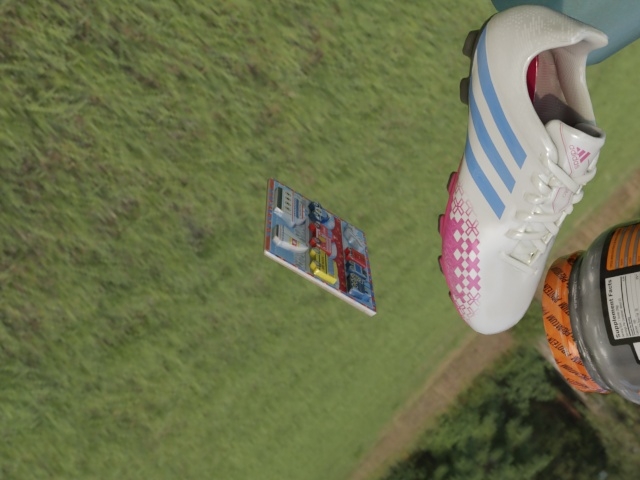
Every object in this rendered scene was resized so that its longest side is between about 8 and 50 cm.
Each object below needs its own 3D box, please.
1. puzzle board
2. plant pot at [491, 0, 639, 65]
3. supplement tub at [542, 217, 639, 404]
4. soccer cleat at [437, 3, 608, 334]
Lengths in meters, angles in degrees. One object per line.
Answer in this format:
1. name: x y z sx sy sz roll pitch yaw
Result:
1. puzzle board: 0.000 0.000 0.687 0.011 0.096 0.128 -52 -162 21
2. plant pot: 0.400 -0.416 1.138 0.341 0.341 0.334 -35 177 -36
3. supplement tub: 0.390 0.057 0.854 0.316 0.194 0.193 -15 -170 42
4. soccer cleat: 0.195 -0.052 0.841 0.116 0.143 0.332 -12 111 -33
